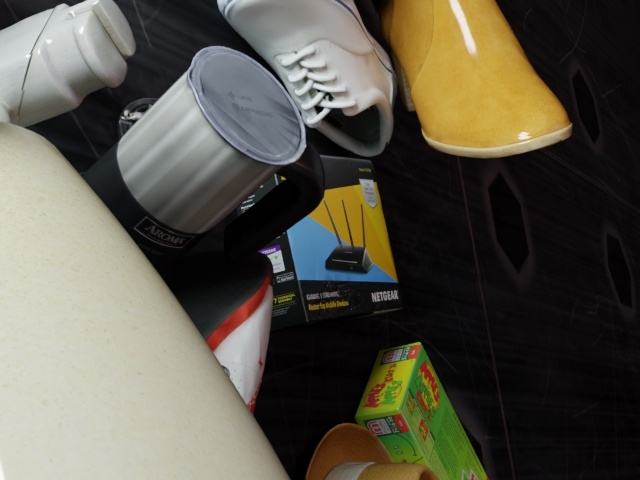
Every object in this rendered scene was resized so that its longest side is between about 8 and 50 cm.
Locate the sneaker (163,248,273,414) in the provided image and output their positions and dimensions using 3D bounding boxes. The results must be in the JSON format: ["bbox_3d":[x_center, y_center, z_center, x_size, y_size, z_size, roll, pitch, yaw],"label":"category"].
[{"bbox_3d":[-0.077,0.120,0.742,0.270,0.090,0.145,-75,159,-63],"label":"sneaker"}]

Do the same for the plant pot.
[{"bbox_3d":[-0.133,0.095,0.496,0.256,0.256,0.274,27,37,-56],"label":"plant pot"}]

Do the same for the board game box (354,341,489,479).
[{"bbox_3d":[0.095,0.190,1.076,0.181,0.043,0.092,63,28,-24],"label":"board game box"}]

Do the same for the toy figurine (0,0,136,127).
[{"bbox_3d":[-0.203,-0.143,0.571,0.209,0.148,0.213,4,71,-68],"label":"toy figurine"}]

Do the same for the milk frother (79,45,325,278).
[{"bbox_3d":[-0.078,-0.065,0.757,0.129,0.134,0.143,8,53,-47],"label":"milk frother"}]

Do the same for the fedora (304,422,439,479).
[{"bbox_3d":[0.054,0.230,0.936,0.194,0.079,0.194,37,45,-50],"label":"fedora"}]

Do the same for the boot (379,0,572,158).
[{"bbox_3d":[0.113,-0.197,1.046,0.295,0.104,0.211,-134,-148,-65],"label":"boot"}]

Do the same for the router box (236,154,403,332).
[{"bbox_3d":[0.000,0.000,0.987,0.179,0.046,0.133,-2,78,-63],"label":"router box"}]

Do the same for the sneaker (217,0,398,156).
[{"bbox_3d":[0.003,-0.145,1.016,0.258,0.094,0.091,29,47,-56],"label":"sneaker"}]
